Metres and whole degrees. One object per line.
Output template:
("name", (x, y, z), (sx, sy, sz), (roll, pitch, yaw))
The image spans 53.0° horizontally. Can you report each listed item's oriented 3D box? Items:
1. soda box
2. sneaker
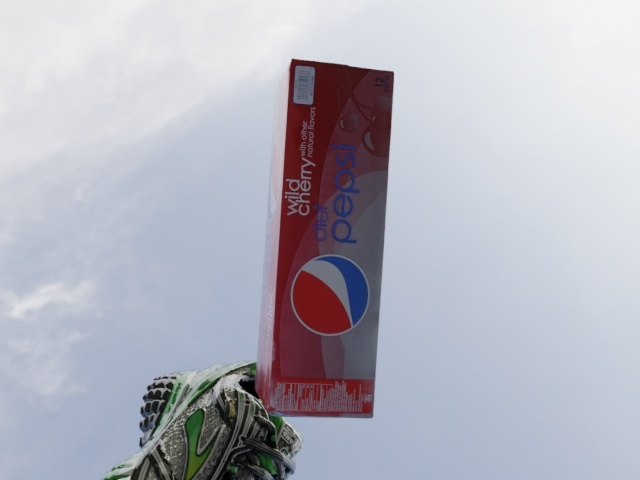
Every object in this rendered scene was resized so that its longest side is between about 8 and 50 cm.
("soda box", (0.000, 0.000, 0.511), (0.083, 0.092, 0.264), (4, -91, -12))
("sneaker", (-0.092, 0.202, 0.556), (0.146, 0.134, 0.344), (-21, -158, 6))
